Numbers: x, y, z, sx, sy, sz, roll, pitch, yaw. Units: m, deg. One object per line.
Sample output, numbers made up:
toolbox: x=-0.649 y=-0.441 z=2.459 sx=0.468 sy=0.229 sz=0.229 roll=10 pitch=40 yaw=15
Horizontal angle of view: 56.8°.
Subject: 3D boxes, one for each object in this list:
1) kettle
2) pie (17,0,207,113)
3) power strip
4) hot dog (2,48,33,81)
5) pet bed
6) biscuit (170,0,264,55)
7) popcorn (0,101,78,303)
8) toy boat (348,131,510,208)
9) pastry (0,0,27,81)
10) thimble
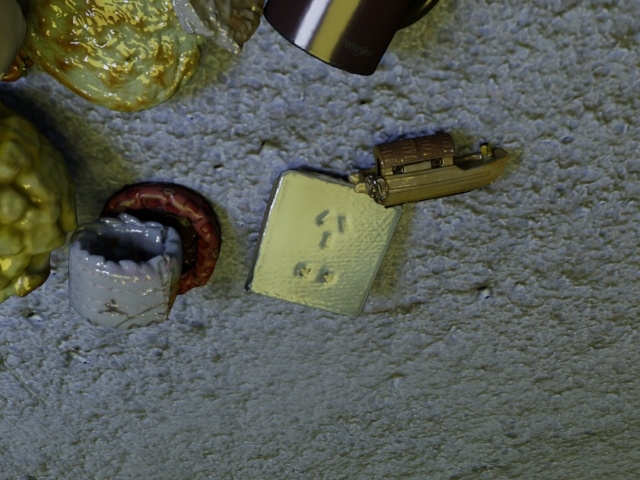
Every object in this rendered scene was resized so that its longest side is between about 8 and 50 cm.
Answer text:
kettle: x=0.072 y=-0.306 z=0.629 sx=0.202 sy=0.144 sz=0.232 roll=9 pitch=128 yaw=-35
pie: x=-0.225 y=-0.260 z=0.674 sx=0.201 sy=0.090 sz=0.248 roll=28 pitch=120 yaw=-25
power strip: x=0.000 y=0.000 z=0.909 sx=0.198 sy=0.064 sz=0.213 roll=16 pitch=106 yaw=-14
hot dog: x=-0.437 y=-0.244 z=0.696 sx=0.188 sy=0.055 sz=0.072 roll=22 pitch=126 yaw=-18
pet bed: x=-0.246 y=-0.002 z=0.905 sx=0.201 sy=0.053 sz=0.201 roll=-1 pitch=124 yaw=-2
biscuit: x=-0.126 y=-0.333 z=0.597 sx=0.038 sy=0.141 sz=0.289 roll=-5 pitch=115 yaw=50
popcorn: x=-0.456 y=-0.048 z=0.735 sx=0.293 sy=0.293 sz=0.237 roll=-9 pitch=147 yaw=4
toy boat: x=0.153 y=-0.104 z=0.831 sx=0.226 sy=0.068 sz=0.088 roll=-11 pitch=116 yaw=-4
pastry: x=-0.406 y=-0.246 z=0.544 sx=0.265 sy=0.265 sz=0.133 roll=37 pitch=83 yaw=-28
thimble: x=-0.271 y=0.042 z=0.825 sx=0.151 sy=0.127 sz=0.118 roll=6 pitch=125 yaw=-13
